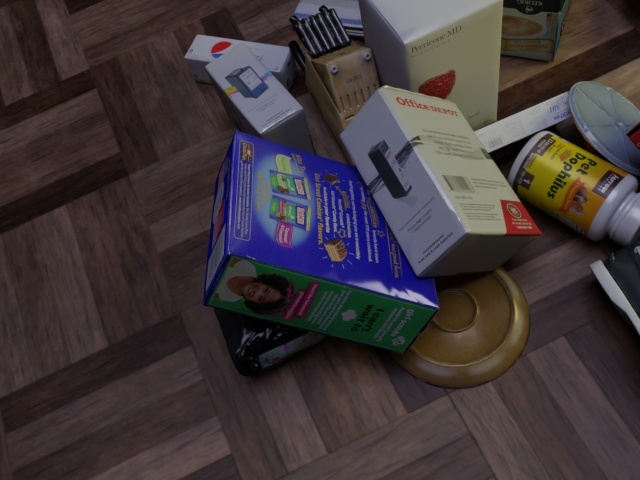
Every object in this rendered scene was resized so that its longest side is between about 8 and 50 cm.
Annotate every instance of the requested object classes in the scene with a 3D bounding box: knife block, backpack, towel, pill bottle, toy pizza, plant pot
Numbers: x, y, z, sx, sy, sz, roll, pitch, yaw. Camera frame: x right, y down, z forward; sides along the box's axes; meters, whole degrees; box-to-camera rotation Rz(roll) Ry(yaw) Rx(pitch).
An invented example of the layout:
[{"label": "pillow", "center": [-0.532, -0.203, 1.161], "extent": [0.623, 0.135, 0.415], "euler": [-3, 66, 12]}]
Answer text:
[{"label": "knife block", "center": [0.028, -0.293, 1.332], "extent": [0.088, 0.276, 0.242], "euler": [-23, 24, -11]}, {"label": "backpack", "center": [-0.065, 0.119, 1.121], "extent": [0.182, 0.115, 0.152], "euler": [-23, 70, -4]}, {"label": "towel", "center": [0.075, -0.547, 1.531], "extent": [0.209, 0.034, 0.285], "euler": [13, 61, 20]}, {"label": "pill bottle", "center": [0.419, -0.079, 1.138], "extent": [0.215, 0.117, 0.117], "euler": [36, 72, 27]}, {"label": "toy pizza", "center": [0.490, -0.184, 1.190], "extent": [0.201, 0.032, 0.201], "euler": [16, 51, -21]}, {"label": "plant pot", "center": [0.209, 0.114, 1.117], "extent": [0.236, 0.032, 0.236], "euler": [-5, 60, 8]}]

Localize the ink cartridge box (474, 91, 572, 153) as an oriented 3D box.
[{"label": "ink cartridge box", "center": [0.325, -0.187, 1.229], "extent": [0.207, 0.097, 0.046], "euler": [-23, 90, -2]}]

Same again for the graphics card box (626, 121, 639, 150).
[{"label": "graphics card box", "center": [0.670, -0.098, 1.043], "extent": [0.232, 0.094, 0.371], "euler": [-37, 83, -13]}]

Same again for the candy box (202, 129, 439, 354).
[{"label": "candy box", "center": [0.000, 0.000, 1.062], "extent": [0.317, 0.122, 0.268], "euler": [15, 42, -17]}]

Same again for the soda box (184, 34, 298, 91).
[{"label": "soda box", "center": [-0.160, -0.356, 1.440], "extent": [0.216, 0.074, 0.069], "euler": [12, 63, 18]}]

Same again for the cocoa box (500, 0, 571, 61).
[{"label": "cocoa box", "center": [0.308, -0.521, 1.354], "extent": [0.347, 0.228, 0.232], "euler": [14, 64, 19]}]

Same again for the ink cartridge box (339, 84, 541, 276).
[{"label": "ink cartridge box", "center": [0.179, -0.089, 1.083], "extent": [0.114, 0.197, 0.273], "euler": [-45, 59, 36]}]

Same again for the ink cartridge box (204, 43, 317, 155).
[{"label": "ink cartridge box", "center": [-0.108, -0.236, 1.313], "extent": [0.093, 0.154, 0.212], "euler": [-33, 60, -7]}]

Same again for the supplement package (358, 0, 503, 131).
[{"label": "supplement package", "center": [0.189, -0.318, 1.221], "extent": [0.177, 0.293, 0.175], "euler": [-26, 58, -4]}]

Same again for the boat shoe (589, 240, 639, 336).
[{"label": "boat shoe", "center": [0.494, 0.130, 0.995], "extent": [0.091, 0.114, 0.303], "euler": [-34, 58, 16]}]
